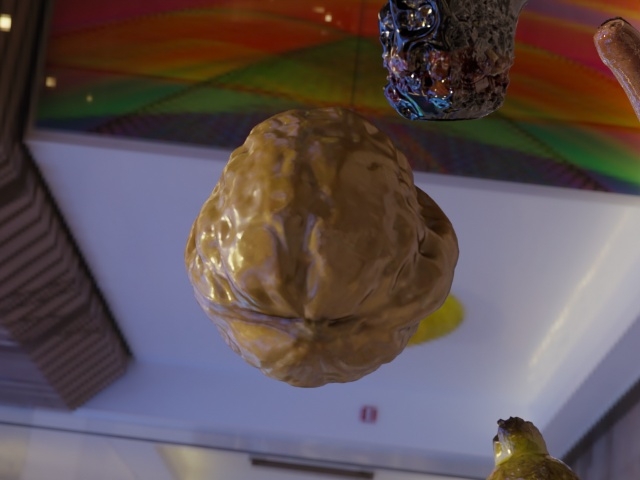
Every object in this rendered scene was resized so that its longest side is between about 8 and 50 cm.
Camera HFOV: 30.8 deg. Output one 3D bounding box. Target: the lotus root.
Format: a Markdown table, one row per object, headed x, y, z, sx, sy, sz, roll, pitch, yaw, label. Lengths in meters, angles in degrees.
| x | y | z | sx | sy | sz | roll | pitch | yaw | label |
| --- | --- | --- | --- | --- | --- | --- | --- | --- | --- |
| 0.134 | 0.184 | 0.704 | 0.094 | 0.108 | 0.191 | 55 | -161 | -20 | lotus root |

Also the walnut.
| x | y | z | sx | sy | sz | roll | pitch | yaw | label |
| --- | --- | --- | --- | --- | --- | --- | --- | --- | --- |
| 0.000 | 0.000 | 1.030 | 0.257 | 0.257 | 0.224 | -81 | -13 | -54 | walnut |

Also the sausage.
| x | y | z | sx | sy | sz | roll | pitch | yaw | label |
| --- | --- | --- | --- | --- | --- | --- | --- | --- | --- |
| 0.285 | -0.106 | 0.989 | 0.186 | 0.043 | 0.043 | 58 | -161 | -22 | sausage |

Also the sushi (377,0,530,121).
| x | y | z | sx | sy | sz | roll | pitch | yaw | label |
| --- | --- | --- | --- | --- | --- | --- | --- | --- | --- |
| 0.138 | -0.208 | 1.264 | 0.172 | 0.153 | 0.150 | -27 | -62 | -65 | sushi |
